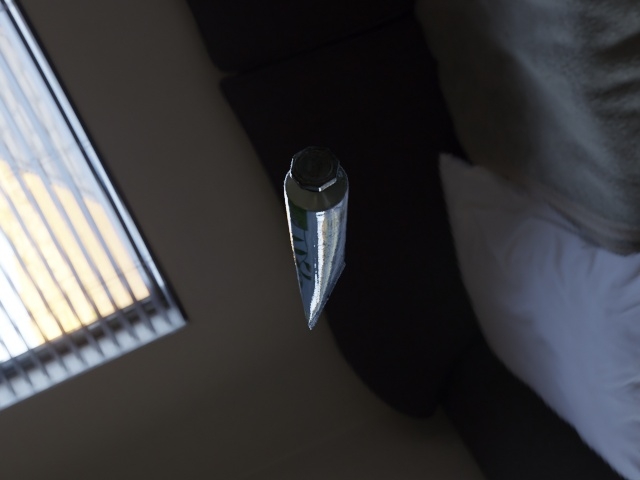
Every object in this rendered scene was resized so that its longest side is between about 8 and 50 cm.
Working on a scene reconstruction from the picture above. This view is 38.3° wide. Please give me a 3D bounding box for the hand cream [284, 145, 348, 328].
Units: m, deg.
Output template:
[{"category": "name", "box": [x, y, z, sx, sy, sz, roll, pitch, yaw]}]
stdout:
[{"category": "hand cream", "box": [0.000, 0.000, 0.920, 0.058, 0.091, 0.271, 19, 155, 13]}]
